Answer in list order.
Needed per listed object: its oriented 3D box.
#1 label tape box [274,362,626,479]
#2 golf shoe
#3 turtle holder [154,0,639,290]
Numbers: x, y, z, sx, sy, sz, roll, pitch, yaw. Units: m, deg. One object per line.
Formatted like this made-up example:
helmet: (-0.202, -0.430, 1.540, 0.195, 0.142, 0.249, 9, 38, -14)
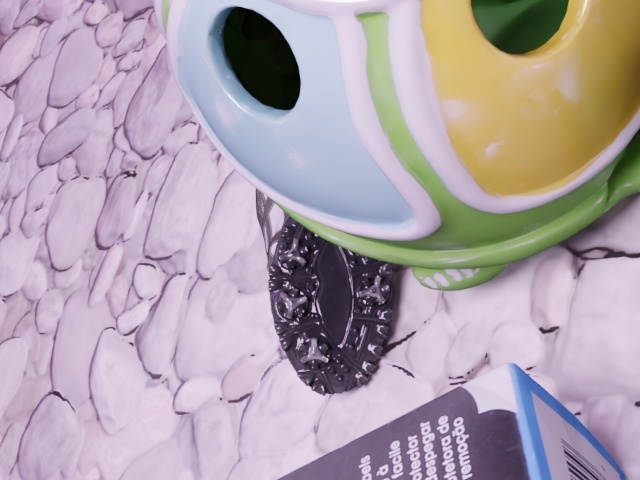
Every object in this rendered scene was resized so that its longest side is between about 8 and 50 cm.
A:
label tape box: (-0.017, 0.241, 0.538, 0.347, 0.115, 0.249, -29, 39, 20)
golf shoe: (0.000, 0.000, 0.780, 0.094, 0.077, 0.198, 95, 167, -76)
turtle holder: (0.058, -0.096, 0.599, 0.243, 0.227, 0.320, -35, 65, 6)
